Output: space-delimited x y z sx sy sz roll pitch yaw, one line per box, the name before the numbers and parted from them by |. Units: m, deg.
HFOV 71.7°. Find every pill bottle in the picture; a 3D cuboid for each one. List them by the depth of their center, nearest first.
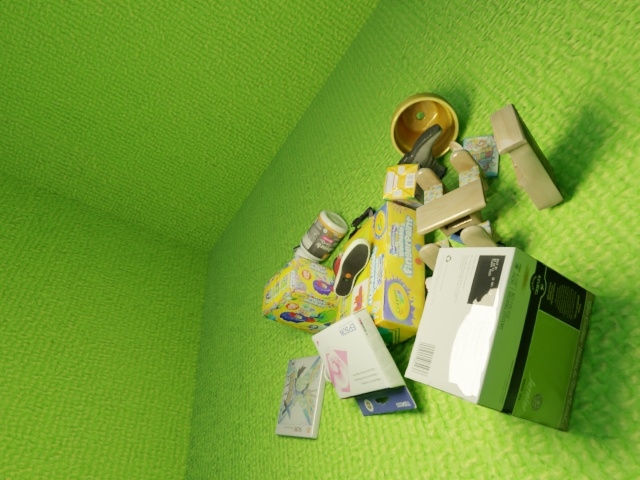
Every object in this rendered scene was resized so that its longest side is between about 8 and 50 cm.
pill bottle | 0.000 0.000 2.177 0.278 0.162 0.162 -54 28 23

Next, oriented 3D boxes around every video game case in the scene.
video game case | 0.544 -0.284 1.509 0.119 0.015 0.166 1 65 27
video game case | -0.081 0.665 1.900 0.300 0.036 0.328 -28 44 51

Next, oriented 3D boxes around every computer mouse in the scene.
computer mouse | 0.187 -0.028 1.974 0.184 0.060 0.262 -43 22 45

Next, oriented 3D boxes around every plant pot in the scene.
plant pot | 0.405 -0.472 1.765 0.254 0.254 0.239 -49 14 29

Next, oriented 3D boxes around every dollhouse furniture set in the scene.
dollhouse furniture set | 0.434 -0.156 1.282 0.394 0.256 0.362 -27 36 33

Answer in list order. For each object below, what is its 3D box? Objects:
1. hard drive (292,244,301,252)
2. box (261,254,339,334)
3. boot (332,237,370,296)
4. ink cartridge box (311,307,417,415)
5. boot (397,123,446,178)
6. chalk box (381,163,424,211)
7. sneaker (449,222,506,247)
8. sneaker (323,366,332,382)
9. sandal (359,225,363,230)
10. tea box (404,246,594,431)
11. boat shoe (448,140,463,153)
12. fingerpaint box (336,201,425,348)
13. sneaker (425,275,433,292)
hard drive | -0.074 0.047 2.345 0.135 0.094 0.022 -25 46 53
box | -0.058 0.244 1.929 0.279 0.290 0.177 -42 34 40
boot | 0.102 0.059 1.605 0.176 0.089 0.244 -93 22 -55
ink cartridge box | 0.123 0.417 1.440 0.330 0.072 0.324 64 147 13
boot | 0.416 -0.310 1.677 0.246 0.161 0.083 -50 13 39
chalk box | 0.342 -0.181 1.636 0.132 0.213 0.132 1 75 38
sneaker | 0.491 -0.018 1.371 0.232 0.081 0.090 31 101 64
sneaker | 0.087 0.446 1.741 0.132 0.086 0.228 -14 66 52
sandal | 0.277 -0.052 1.802 0.265 0.076 0.102 -17 29 43
tea box | 0.419 0.220 1.027 0.220 0.324 0.328 -2 65 60
boat shoe | 0.506 -0.310 1.611 0.059 0.063 0.170 -50 30 16
fingerpaint box | 0.211 0.150 1.592 0.371 0.163 0.444 130 153 -54
sneaker | 0.403 0.177 1.345 0.111 0.103 0.252 -50 30 31
